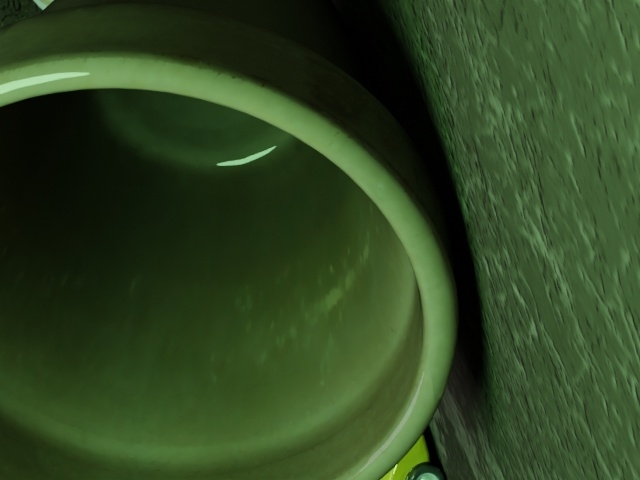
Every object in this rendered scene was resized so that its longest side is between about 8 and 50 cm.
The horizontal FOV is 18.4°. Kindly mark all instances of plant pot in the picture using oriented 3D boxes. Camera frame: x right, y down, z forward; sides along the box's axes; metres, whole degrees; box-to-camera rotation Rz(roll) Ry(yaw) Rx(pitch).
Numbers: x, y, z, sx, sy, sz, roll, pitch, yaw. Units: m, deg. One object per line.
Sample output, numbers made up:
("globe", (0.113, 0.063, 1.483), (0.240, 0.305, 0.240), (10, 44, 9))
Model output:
("plant pot", (-0.065, -0.030, 0.905), (0.229, 0.263, 0.263), (-82, -18, -53))

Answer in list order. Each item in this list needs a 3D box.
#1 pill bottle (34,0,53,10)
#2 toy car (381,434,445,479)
("pill bottle", (-0.113, -0.247, 1.027), (0.264, 0.153, 0.153), (80, 172, -49))
("toy car", (0.069, 0.242, 1.203), (0.225, 0.053, 0.239), (87, 165, -70))
